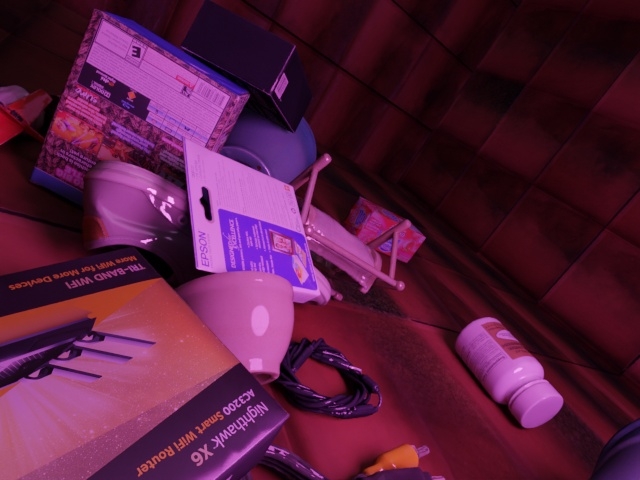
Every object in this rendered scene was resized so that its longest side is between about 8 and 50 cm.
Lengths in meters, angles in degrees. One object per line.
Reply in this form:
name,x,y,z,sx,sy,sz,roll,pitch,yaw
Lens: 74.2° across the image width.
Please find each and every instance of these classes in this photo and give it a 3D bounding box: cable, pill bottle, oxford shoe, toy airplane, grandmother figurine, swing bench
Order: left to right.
toy airplane,-0.497,-0.187,0.719,0.028,0.151,0.151,-3,-11,43
grandmother figurine,-0.489,-0.236,0.865,0.208,0.104,0.342,27,17,24
oxford shoe,-0.162,0.038,0.673,0.169,0.130,0.449,-6,-28,45
swing bench,0.000,0.000,0.850,0.253,0.254,0.165,32,57,-31
cable,0.005,0.200,0.637,0.184,0.047,0.150,16,25,-42
cable,0.036,0.298,0.471,0.287,0.072,0.139,11,43,-23
pill bottle,0.422,0.294,0.960,0.131,0.131,0.229,22,21,-30

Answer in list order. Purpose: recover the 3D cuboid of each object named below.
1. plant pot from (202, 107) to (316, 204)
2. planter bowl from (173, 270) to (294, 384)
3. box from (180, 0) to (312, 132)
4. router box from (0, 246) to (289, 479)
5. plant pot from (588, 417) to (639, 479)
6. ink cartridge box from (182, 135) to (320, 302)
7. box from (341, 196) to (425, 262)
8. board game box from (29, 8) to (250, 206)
plant pot,-0.165,-0.182,1.035,0.271,0.272,0.255,30,33,-8
planter bowl,-0.104,0.121,0.518,0.162,0.162,0.109,16,51,-43
box,-0.129,-0.328,0.843,0.184,0.103,0.261,27,3,4
router box,-0.211,0.135,0.298,0.243,0.081,0.309,40,30,20
plant pot,0.422,0.386,0.458,0.334,0.341,0.341,8,30,-38
ink cartridge box,-0.104,-0.022,0.592,0.208,0.045,0.206,20,45,-45
box,0.222,-0.035,1.486,0.257,0.123,0.128,22,21,-30
board game box,-0.293,-0.179,0.717,0.232,0.291,0.141,30,17,-12
